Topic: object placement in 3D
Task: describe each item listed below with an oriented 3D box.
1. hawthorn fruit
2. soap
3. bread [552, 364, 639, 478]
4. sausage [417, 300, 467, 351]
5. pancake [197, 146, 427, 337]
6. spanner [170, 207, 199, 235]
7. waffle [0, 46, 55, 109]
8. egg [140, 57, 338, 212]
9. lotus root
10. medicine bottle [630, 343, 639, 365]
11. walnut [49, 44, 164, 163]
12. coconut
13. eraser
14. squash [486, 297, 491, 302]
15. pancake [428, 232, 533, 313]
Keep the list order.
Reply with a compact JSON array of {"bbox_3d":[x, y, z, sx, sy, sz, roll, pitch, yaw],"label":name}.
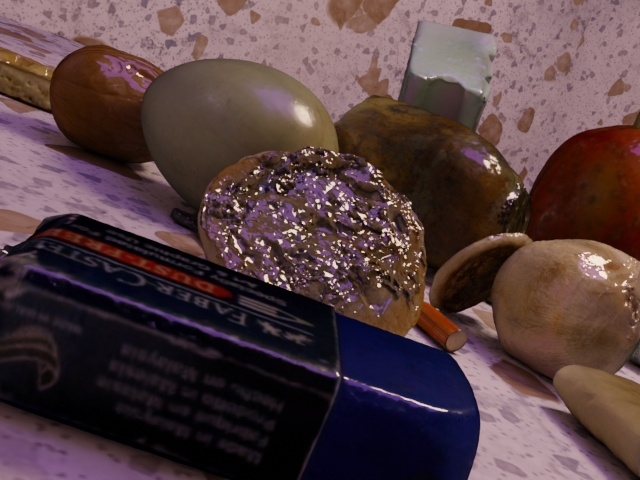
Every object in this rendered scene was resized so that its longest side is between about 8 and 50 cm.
[{"bbox_3d":[0.571,-0.055,1.653,0.403,0.403,0.403,21,12,-5],"label":"hawthorn fruit"},{"bbox_3d":[0.211,-0.200,1.712,0.156,0.446,0.261,13,47,3],"label":"soap"},{"bbox_3d":[0.331,0.196,0.899,0.139,0.060,0.178,19,12,-16],"label":"bread"},{"bbox_3d":[0.135,0.099,1.054,0.031,0.031,0.107,15,12,-29],"label":"sausage"},{"bbox_3d":[0.000,0.000,0.941,0.282,0.049,0.282,18,46,-19],"label":"pancake"},{"bbox_3d":[-0.119,0.010,1.031,0.054,0.015,0.254,17,13,-32],"label":"spanner"},{"bbox_3d":[-0.514,-0.283,1.523,0.274,0.057,0.168,21,11,-2],"label":"waffle"},{"bbox_3d":[-0.116,-0.134,1.176,0.295,0.218,0.218,27,13,18],"label":"egg"},{"bbox_3d":[0.173,-0.078,1.414,0.346,0.250,0.250,27,13,35],"label":"lotus root"},{"bbox_3d":[0.556,0.156,1.300,0.168,0.135,0.135,29,14,34],"label":"medicine bottle"},{"bbox_3d":[-0.298,-0.200,1.303,0.207,0.167,0.167,20,12,-20],"label":"walnut"},{"bbox_3d":[0.314,0.086,1.082,0.194,0.194,0.194,21,12,-5],"label":"coconut"},{"bbox_3d":[-0.062,0.085,0.589,0.332,0.101,0.155,20,13,-6],"label":"eraser"},{"bbox_3d":[0.355,0.092,1.429,0.252,0.049,0.252,20,12,-5],"label":"squash"},{"bbox_3d":[0.214,0.044,1.159,0.158,0.158,0.028,10,42,-45],"label":"pancake"}]
